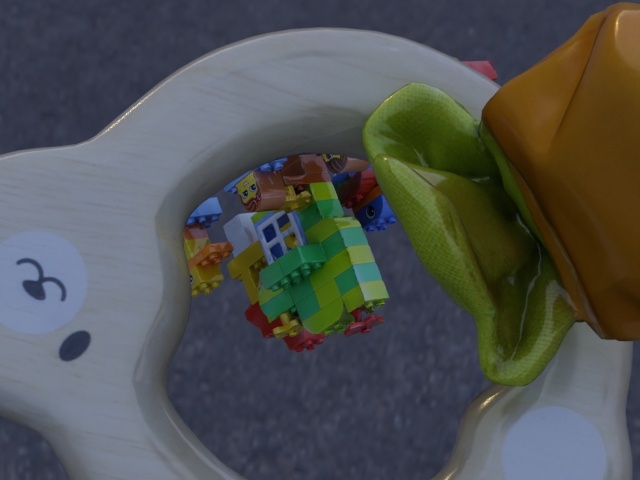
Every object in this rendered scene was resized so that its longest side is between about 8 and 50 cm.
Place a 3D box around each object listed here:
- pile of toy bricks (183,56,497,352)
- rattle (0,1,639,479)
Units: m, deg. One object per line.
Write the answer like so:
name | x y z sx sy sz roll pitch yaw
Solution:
pile of toy bricks | 0.000 0.000 0.929 0.118 0.212 0.105 -7 69 -41
rattle | -0.030 0.017 0.359 0.199 0.130 0.143 2 7 -6
